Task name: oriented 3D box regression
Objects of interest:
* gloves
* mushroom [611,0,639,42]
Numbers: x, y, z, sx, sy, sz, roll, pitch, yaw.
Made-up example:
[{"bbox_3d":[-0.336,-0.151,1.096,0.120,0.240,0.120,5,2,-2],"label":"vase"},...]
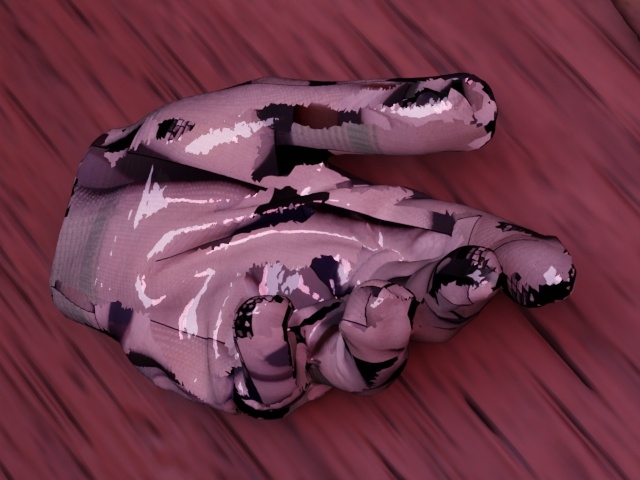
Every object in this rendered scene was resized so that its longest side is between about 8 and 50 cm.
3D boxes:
[{"bbox_3d":[0.001,0.007,0.749,0.212,0.111,0.127,13,57,26],"label":"gloves"},{"bbox_3d":[0.241,-0.117,0.685,0.162,0.173,0.236,54,146,-14],"label":"mushroom"}]
